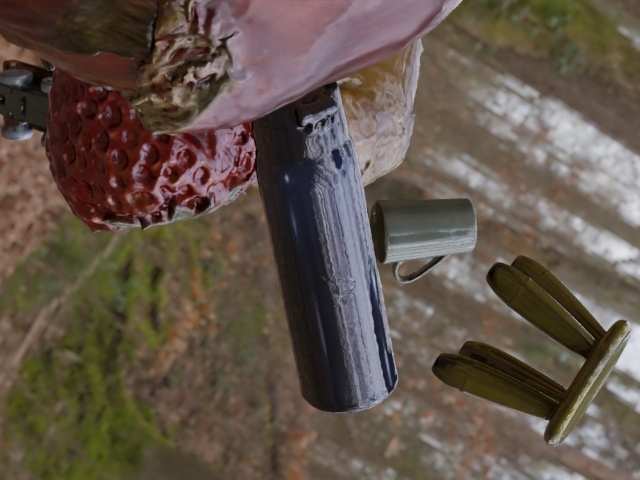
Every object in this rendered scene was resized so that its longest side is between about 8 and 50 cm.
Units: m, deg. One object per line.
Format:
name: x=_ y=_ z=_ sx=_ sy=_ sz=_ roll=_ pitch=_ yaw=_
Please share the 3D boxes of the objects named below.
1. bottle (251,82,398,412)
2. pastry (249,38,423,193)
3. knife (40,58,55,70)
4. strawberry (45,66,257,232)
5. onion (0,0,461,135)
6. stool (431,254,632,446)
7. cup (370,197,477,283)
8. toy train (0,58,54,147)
bottle: x=0.000 y=0.000 z=1.112 sx=0.072 sy=0.244 sz=0.082 roll=-20 pitch=-152 yaw=-19
pastry: x=-0.043 y=-0.245 z=2.219 sx=0.245 sy=0.409 sz=0.409 roll=-28 pitch=-147 yaw=52
knife: x=-0.294 y=-0.282 z=1.520 sx=0.018 sy=0.247 sz=0.035 roll=-14 pitch=-174 yaw=22
strawberry: x=-0.155 y=-0.134 z=1.403 sx=0.205 sy=0.244 sz=0.205 roll=-13 pitch=-168 yaw=3
onion: x=-0.037 y=-0.137 z=0.586 sx=0.248 sy=0.248 sz=0.161 roll=-50 pitch=-125 yaw=37
stool: x=0.162 y=0.083 z=1.204 sx=0.134 sy=0.110 sz=0.135 roll=-47 pitch=163 yaw=-30
cup: x=0.090 y=0.000 z=1.373 sx=0.054 sy=0.083 sz=0.075 roll=-175 pitch=-99 yaw=-78
toy train: x=-0.326 y=-0.173 z=2.009 sx=0.127 sy=0.219 sz=0.089 roll=-17 pitch=116 yaw=-48
